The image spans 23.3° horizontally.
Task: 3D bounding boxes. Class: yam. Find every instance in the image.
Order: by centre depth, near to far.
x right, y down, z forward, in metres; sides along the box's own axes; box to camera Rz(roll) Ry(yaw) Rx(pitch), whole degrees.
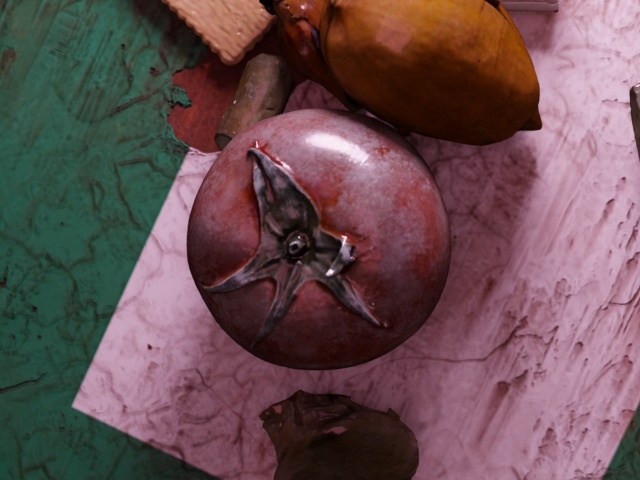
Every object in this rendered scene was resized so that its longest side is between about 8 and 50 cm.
[{"bbox_3d":[-0.082,-0.163,1.946,0.070,0.070,0.146,24,87,4],"label":"yam"}]

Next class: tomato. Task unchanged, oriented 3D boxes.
[{"bbox_3d":[0.000,0.000,1.837,0.317,0.282,0.316,1,95,11],"label":"tomato"}]

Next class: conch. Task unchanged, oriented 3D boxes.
[{"bbox_3d":[-0.011,-0.258,1.904,0.086,0.080,0.232,-31,97,-23],"label":"conch"}]

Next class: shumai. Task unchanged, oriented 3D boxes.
[{"bbox_3d":[0.021,0.249,1.936,0.201,0.201,0.120,-17,50,6],"label":"shumai"}]

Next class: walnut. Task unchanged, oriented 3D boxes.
[{"bbox_3d":[0.143,-0.214,1.842,0.336,0.209,0.209,31,96,-29],"label":"walnut"}]

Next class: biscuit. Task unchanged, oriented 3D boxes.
[{"bbox_3d":[-0.146,-0.357,1.961,0.250,0.030,0.160,44,95,2],"label":"biscuit"}]

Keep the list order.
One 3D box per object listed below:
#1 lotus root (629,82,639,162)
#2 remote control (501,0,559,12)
[{"bbox_3d":[0.529,-0.082,1.860,0.260,0.149,0.267,-15,73,2],"label":"lotus root"},{"bbox_3d":[0.156,-0.339,1.905,0.277,0.055,0.103,2,128,6],"label":"remote control"}]
